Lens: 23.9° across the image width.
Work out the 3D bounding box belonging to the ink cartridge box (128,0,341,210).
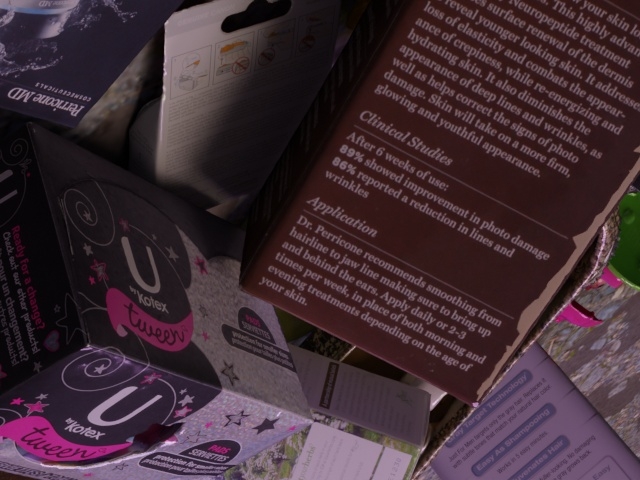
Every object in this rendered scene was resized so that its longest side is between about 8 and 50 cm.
[{"bbox_3d":[-0.061,-0.104,1.029,0.145,0.045,0.179,-23,138,-30],"label":"ink cartridge box"}]

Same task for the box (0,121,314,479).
[{"bbox_3d":[-0.138,0.058,0.965,0.142,0.163,0.247,-32,150,20],"label":"box"}]

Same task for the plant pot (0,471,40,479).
[{"bbox_3d":[-0.265,0.185,1.058,0.230,0.215,0.215,-52,155,-4],"label":"plant pot"}]

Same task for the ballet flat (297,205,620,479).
[{"bbox_3d":[0.079,0.113,1.312,0.483,0.164,0.182,-50,-171,18],"label":"ballet flat"}]

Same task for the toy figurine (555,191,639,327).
[{"bbox_3d":[0.316,0.026,1.697,0.173,0.130,0.159,-50,-178,-43],"label":"toy figurine"}]

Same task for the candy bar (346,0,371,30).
[{"bbox_3d":[0.075,-0.171,1.110,0.161,0.018,0.040,-8,141,-49],"label":"candy bar"}]

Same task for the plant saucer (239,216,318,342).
[{"bbox_3d":[0.000,0.000,1.271,0.241,0.037,0.241,-32,155,-17],"label":"plant saucer"}]

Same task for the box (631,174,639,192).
[{"bbox_3d":[0.300,-0.137,1.299,0.147,0.077,0.180,-50,-173,21],"label":"box"}]

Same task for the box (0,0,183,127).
[{"bbox_3d":[-0.145,-0.153,0.756,0.158,0.093,0.156,-46,154,17],"label":"box"}]

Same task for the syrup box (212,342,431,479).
[{"bbox_3d":[-0.041,0.138,1.189,0.096,0.237,0.093,-70,180,-66],"label":"syrup box"}]

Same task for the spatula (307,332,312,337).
[{"bbox_3d":[0.119,0.030,1.489,0.296,0.030,0.084,-23,150,-30],"label":"spatula"}]

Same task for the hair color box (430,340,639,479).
[{"bbox_3d":[0.266,0.280,1.699,0.185,0.374,0.113,-41,155,4],"label":"hair color box"}]

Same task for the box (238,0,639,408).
[{"bbox_3d":[0.116,-0.103,0.983,0.381,0.191,0.143,-58,-168,22],"label":"box"}]

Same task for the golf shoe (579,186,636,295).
[{"bbox_3d":[0.261,-0.038,1.510,0.094,0.077,0.198,18,100,-38],"label":"golf shoe"}]
